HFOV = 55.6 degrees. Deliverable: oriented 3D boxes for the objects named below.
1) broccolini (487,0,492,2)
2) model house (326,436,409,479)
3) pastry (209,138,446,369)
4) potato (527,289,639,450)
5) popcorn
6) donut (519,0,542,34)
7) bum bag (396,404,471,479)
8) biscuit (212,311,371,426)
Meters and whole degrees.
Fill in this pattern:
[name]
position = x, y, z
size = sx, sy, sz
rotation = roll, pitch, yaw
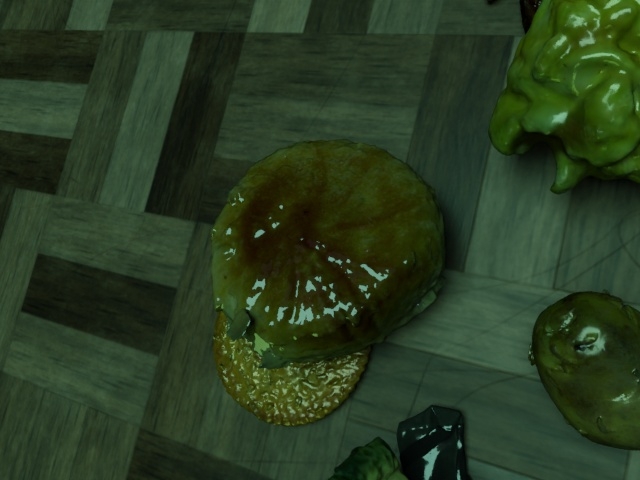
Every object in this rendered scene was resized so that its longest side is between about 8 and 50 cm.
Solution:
[broccolini]
position = 0.322, -0.404, 0.812
size = 0.239, 0.054, 0.051
rotation = -40, 91, 17
[model house]
position = 0.052, 0.416, 0.596
size = 0.266, 0.261, 0.321
rotation = 34, 115, 24
[pastry]
position = 0.000, 0.000, 0.784
size = 0.329, 0.136, 0.330
rotation = -6, 62, 12
[potato]
position = 0.305, 0.136, 0.650
size = 0.137, 0.137, 0.176
rotation = -26, 90, 17
[popcorn]
position = 0.332, -0.166, 0.648
size = 0.250, 0.242, 0.235
rotation = 31, 53, 19
[donut]
position = 0.321, -0.313, 0.783
size = 0.140, 0.059, 0.141
rotation = -5, 77, 21
[bum bag]
position = 0.137, 0.300, 0.728
size = 0.087, 0.049, 0.198
rotation = -7, 74, 18
[biscuit]
position = -0.046, 0.135, 0.859
size = 0.253, 0.035, 0.254
rotation = -6, 76, 23
